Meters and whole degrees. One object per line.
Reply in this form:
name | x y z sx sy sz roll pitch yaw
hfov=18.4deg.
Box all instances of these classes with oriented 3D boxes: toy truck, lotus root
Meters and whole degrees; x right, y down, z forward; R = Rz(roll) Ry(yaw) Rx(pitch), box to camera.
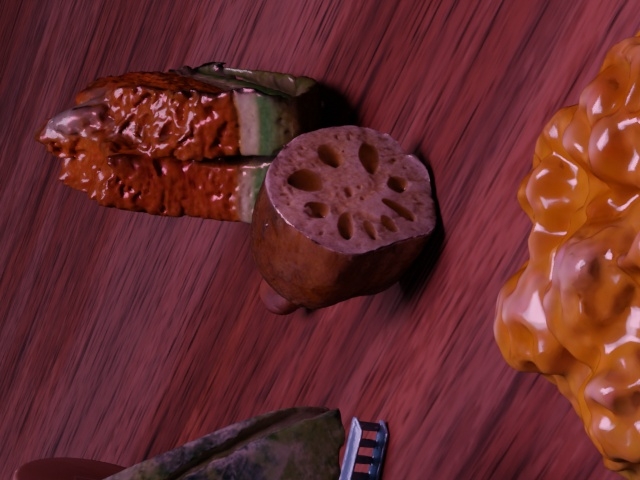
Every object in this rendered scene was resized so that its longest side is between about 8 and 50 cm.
toy truck | 0.001 0.183 1.365 0.074 0.063 0.136 15 94 49
lotus root | 0.011 -0.016 1.336 0.112 0.122 0.081 58 148 24

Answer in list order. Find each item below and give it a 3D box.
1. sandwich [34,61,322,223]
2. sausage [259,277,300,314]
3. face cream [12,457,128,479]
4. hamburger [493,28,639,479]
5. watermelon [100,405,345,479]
sandwich | -0.097 -0.075 1.551 0.292 0.212 0.109 13 108 56
sausage | -0.001 0.000 1.460 0.047 0.040 0.177 58 144 20
face cream | -0.207 0.266 1.739 0.149 0.149 0.104 -140 60 -66
hamburger | 0.170 0.006 0.869 0.237 0.149 0.237 -169 90 -69
watermelon | -0.089 0.226 1.128 0.232 0.193 0.310 31 124 47
